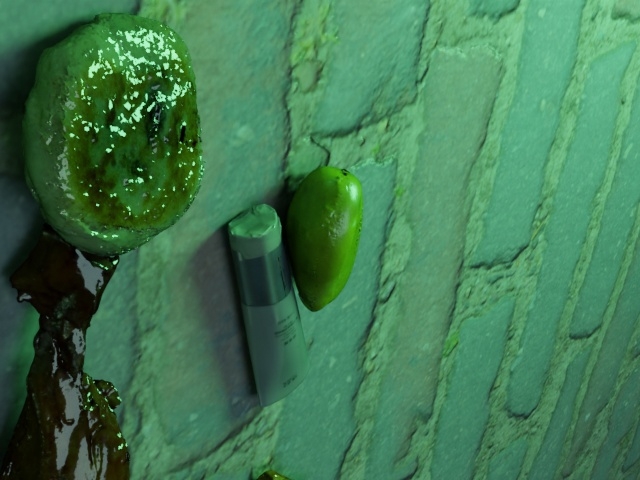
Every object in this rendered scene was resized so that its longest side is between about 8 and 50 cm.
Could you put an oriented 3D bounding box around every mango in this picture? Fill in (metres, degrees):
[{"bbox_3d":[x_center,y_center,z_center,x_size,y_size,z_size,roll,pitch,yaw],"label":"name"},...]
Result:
[{"bbox_3d":[0.000,0.000,0.918,0.091,0.074,0.165,-58,164,-56],"label":"mango"}]

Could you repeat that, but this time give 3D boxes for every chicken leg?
[{"bbox_3d":[-0.211,0.128,0.745,0.113,0.093,0.304,-11,118,-32],"label":"chicken leg"}]

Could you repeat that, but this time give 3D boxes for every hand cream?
[{"bbox_3d":[-0.049,0.075,0.936,0.079,0.048,0.255,-35,140,-27],"label":"hand cream"}]

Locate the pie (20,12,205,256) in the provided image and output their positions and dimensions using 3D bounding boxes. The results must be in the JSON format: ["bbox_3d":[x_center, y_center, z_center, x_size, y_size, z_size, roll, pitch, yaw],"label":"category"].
[{"bbox_3d":[-0.146,-0.079,0.684,0.187,0.041,0.187,-21,115,-55],"label":"pie"}]

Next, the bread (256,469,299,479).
[{"bbox_3d":[-0.043,0.325,1.111,0.074,0.053,0.132,-57,143,-6],"label":"bread"}]
